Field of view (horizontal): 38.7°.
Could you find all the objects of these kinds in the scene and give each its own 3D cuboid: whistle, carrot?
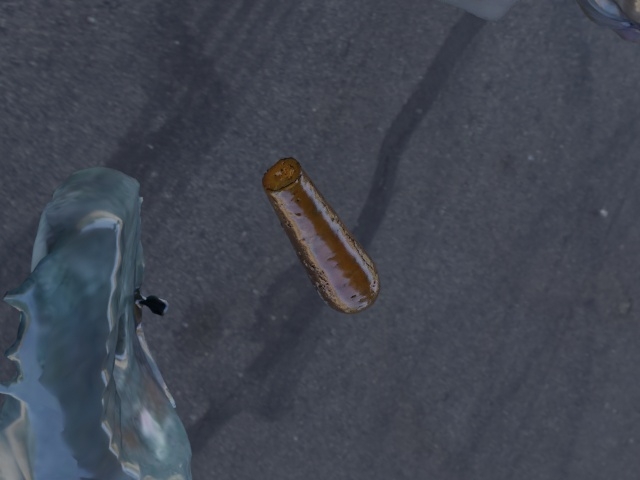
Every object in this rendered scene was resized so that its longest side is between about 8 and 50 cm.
[{"bbox_3d":[-0.106,0.142,0.387,0.189,0.189,0.347,4,112,-36],"label":"whistle"},{"bbox_3d":[0.000,0.000,0.731,0.055,0.055,0.161,-46,133,-12],"label":"carrot"}]

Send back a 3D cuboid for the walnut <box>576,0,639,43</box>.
[{"bbox_3d":[0.418,-0.353,1.091,0.248,0.248,0.248,-13,113,-31],"label":"walnut"}]

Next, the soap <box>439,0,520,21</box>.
[{"bbox_3d":[0.176,-0.465,0.842,0.213,0.350,0.435,19,77,-1],"label":"soap"}]
